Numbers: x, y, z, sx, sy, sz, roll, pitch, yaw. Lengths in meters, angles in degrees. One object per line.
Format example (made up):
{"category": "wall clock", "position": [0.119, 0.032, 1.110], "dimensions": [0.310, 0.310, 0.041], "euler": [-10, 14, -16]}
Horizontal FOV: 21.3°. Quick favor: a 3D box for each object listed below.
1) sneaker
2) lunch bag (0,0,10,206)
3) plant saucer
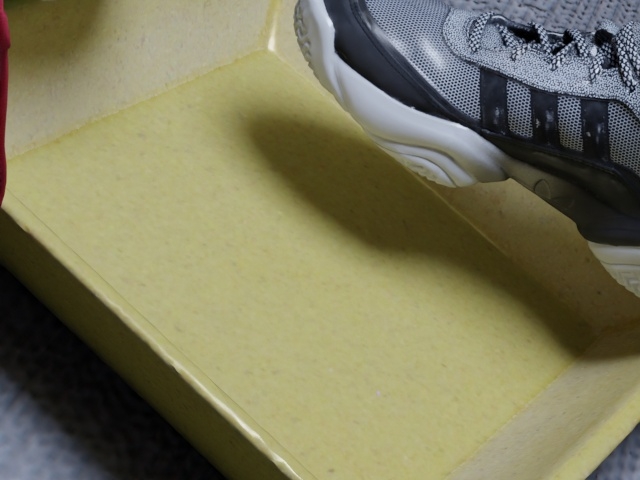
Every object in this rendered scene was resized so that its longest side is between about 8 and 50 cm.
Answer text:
{"category": "sneaker", "position": [0.127, -0.083, 0.784], "dimensions": [0.268, 0.153, 0.101], "euler": [32, 37, 1]}
{"category": "lunch bag", "position": [-0.228, -0.052, 0.510], "dimensions": [0.258, 0.293, 0.120], "euler": [-29, 64, -25]}
{"category": "plant saucer", "position": [0.000, 0.000, 0.795], "dimensions": [0.333, 0.081, 0.332], "euler": [42, 37, 14]}
